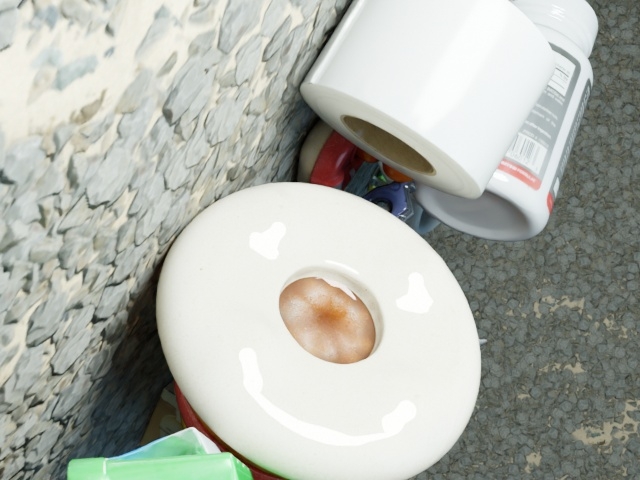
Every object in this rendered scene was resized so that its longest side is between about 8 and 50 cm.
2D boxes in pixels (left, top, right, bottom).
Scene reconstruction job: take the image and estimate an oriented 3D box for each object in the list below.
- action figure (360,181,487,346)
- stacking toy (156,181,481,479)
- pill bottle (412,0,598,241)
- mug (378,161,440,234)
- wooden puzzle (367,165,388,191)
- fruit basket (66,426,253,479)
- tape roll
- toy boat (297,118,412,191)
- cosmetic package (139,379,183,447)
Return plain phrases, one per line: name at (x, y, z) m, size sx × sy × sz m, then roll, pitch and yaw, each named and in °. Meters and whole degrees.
action figure at (0.031, 0.079, 1.102) m, size 0.341 × 0.330 × 0.178 m, roll -29°, pitch 158°, yaw 1°
stacking toy at (-0.064, 0.196, 0.899) m, size 0.350 × 0.351 × 0.480 m, roll -50°, pitch 174°, yaw -44°
pill bottle at (0.293, -0.199, 1.136) m, size 0.210 × 0.210 × 0.362 m, roll 93°, pitch 21°, yaw -70°
mug at (0.252, -0.171, 1.426) m, size 0.328 × 0.276 × 0.374 m, roll -36°, pitch 150°, yaw -44°
wooden puzzle at (0.156, -0.153, 1.667) m, size 0.014 × 0.079 × 0.116 m, roll 37°, pitch -75°, yaw 58°
fruit basket at (-0.212, 0.255, 0.558) m, size 0.327 × 0.353 × 0.165 m, roll 90°, pitch -11°, yaw -70°
tape roll at (0.120, -0.180, 0.856) m, size 0.169 × 0.246 × 0.246 m, roll -59°, pitch 170°, yaw -2°
toy boat at (0.079, -0.136, 1.050) m, size 0.231 × 0.151 × 0.151 m, roll -55°, pitch 170°, yaw -23°
cosmetic package at (-0.212, 0.262, 1.069) m, size 0.115 × 0.060 × 0.041 m, roll -65°, pitch 167°, yaw 24°
